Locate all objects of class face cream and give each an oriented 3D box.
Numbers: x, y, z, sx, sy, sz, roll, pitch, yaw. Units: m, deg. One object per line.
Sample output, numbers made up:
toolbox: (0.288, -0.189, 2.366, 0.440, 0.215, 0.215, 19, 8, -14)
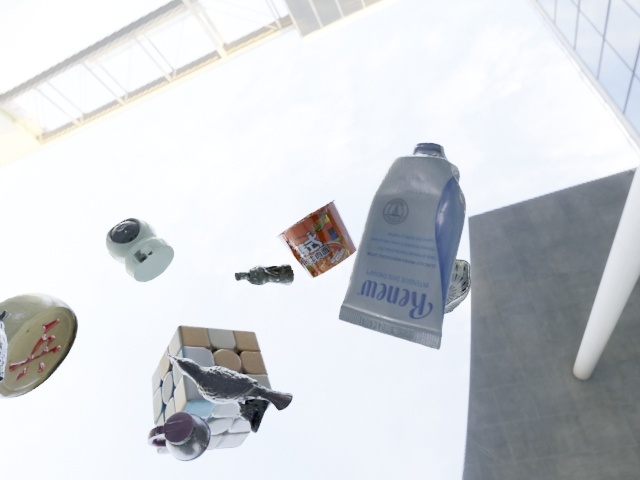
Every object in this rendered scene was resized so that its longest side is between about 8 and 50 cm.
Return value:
face cream: (0.187, -0.007, 0.888, 0.235, 0.137, 0.420, 10, -98, 34)

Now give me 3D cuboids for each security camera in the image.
security camera: (-0.706, 0.022, 1.607, 0.236, 0.194, 0.194, 41, -97, 18)

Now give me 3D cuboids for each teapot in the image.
teapot: (-0.380, 0.515, 1.127, 0.148, 0.146, 0.116, 15, -128, 14)

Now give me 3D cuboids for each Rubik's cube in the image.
Rubik's cube: (-0.433, 0.577, 1.638, 0.346, 0.347, 0.344, -56, -142, 24)

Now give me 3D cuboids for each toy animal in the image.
toy animal: (-0.144, 0.219, 0.636, 0.202, 0.105, 0.070, 26, -136, 5)

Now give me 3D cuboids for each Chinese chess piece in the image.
Chinese chess piece: (-0.701, 0.244, 0.986, 0.103, 0.250, 0.249, 22, -110, 9)

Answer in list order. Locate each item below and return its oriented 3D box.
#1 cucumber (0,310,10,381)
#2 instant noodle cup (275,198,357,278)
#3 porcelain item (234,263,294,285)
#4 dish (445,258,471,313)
cucumber: (-0.501, 0.163, 0.636, 0.043, 0.039, 0.163, -36, -140, -14)
instant noodle cup: (0.000, 0.000, 1.448, 0.250, 0.250, 0.192, -33, -88, 5)
porcelain item: (-0.201, 0.119, 1.470, 0.069, 0.216, 0.081, -43, -127, 47)
dish: (0.317, 0.132, 1.077, 0.191, 0.066, 0.190, -33, -156, 17)
